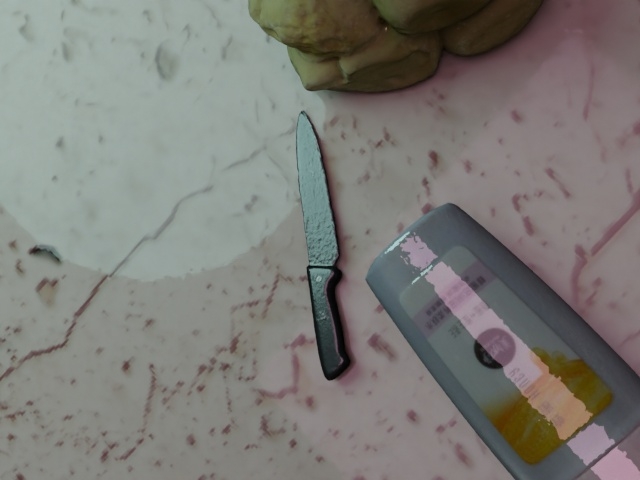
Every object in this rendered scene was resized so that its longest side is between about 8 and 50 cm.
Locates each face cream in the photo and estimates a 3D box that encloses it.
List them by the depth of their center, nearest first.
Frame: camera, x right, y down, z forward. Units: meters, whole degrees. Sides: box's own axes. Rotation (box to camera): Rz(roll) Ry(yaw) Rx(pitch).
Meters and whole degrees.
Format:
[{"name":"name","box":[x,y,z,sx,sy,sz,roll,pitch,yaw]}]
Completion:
[{"name":"face cream","box":[0.110,0.072,0.446,0.084,0.057,0.198,-44,72,7]}]

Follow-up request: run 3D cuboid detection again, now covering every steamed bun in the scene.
[{"name":"steamed bun","box":[0.043,-0.186,0.478,0.193,0.106,0.177,-5,82,14]}]

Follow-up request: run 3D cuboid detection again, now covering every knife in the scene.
[{"name":"knife","box":[0.000,0.000,0.515,0.023,0.010,0.170,-11,78,15]}]
